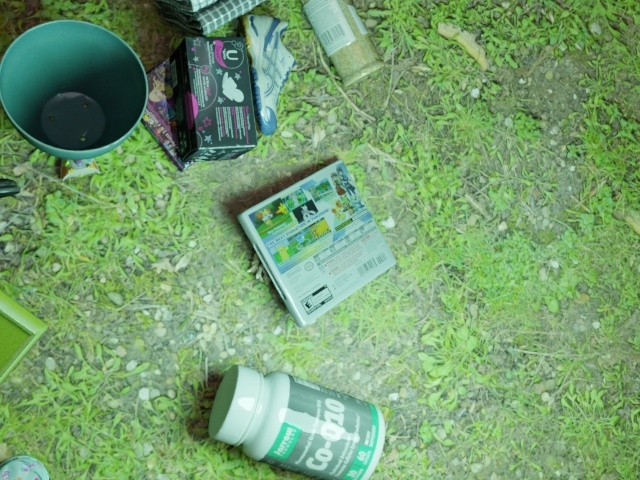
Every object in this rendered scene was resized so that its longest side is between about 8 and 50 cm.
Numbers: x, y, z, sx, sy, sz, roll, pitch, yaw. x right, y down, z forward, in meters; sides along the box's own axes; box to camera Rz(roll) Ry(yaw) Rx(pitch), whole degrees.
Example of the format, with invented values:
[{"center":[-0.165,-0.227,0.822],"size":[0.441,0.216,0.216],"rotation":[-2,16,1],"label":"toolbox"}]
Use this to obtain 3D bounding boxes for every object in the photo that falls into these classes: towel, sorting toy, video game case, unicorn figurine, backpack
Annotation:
[{"center":[-0.237,-0.569,1.787],"size":[0.235,0.284,0.121],"rotation":[-35,125,-15],"label":"towel"},{"center":[-0.543,-0.181,1.763],"size":[0.083,0.045,0.075],"rotation":[-15,71,-20],"label":"sorting toy"},{"center":[-0.313,-0.311,1.849],"size":[0.210,0.042,0.232],"rotation":[-41,99,-19],"label":"video game case"},{"center":[-0.084,0.058,1.885],"size":[0.162,0.060,0.111],"rotation":[19,77,-16],"label":"unicorn figurine"},{"center":[0.000,0.000,1.894],"size":[0.329,0.036,0.299],"rotation":[-32,96,-33],"label":"video game case"},{"center":[-0.638,0.527,1.620],"size":[0.152,0.115,0.182],"rotation":[47,70,-7],"label":"backpack"}]

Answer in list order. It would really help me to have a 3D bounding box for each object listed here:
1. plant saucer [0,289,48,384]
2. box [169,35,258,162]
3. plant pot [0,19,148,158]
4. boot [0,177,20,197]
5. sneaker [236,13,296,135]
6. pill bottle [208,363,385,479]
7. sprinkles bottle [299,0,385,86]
[{"center":[-0.685,0.204,1.633],"size":[0.188,0.045,0.188],"rotation":[-53,124,-16],"label":"plant saucer"},{"center":[-0.240,-0.310,1.765],"size":[0.142,0.163,0.247],"rotation":[-5,87,-24],"label":"box"},{"center":[-0.523,-0.290,1.682],"size":[0.290,0.195,0.290],"rotation":[5,74,-16],"label":"plant pot"},{"center":[-0.755,-0.210,1.659],"size":[0.263,0.091,0.228],"rotation":[8,83,-16],"label":"boot"},{"center":[-0.114,-0.399,1.891],"size":[0.131,0.112,0.296],"rotation":[-6,88,-20],"label":"sneaker"},{"center":[-0.055,0.416,1.787],"size":[0.361,0.204,0.204],"rotation":[22,78,-16],"label":"pill bottle"},{"center":[0.027,-0.559,1.951],"size":[0.121,0.121,0.355],"rotation":[-30,96,-19],"label":"sprinkles bottle"}]
